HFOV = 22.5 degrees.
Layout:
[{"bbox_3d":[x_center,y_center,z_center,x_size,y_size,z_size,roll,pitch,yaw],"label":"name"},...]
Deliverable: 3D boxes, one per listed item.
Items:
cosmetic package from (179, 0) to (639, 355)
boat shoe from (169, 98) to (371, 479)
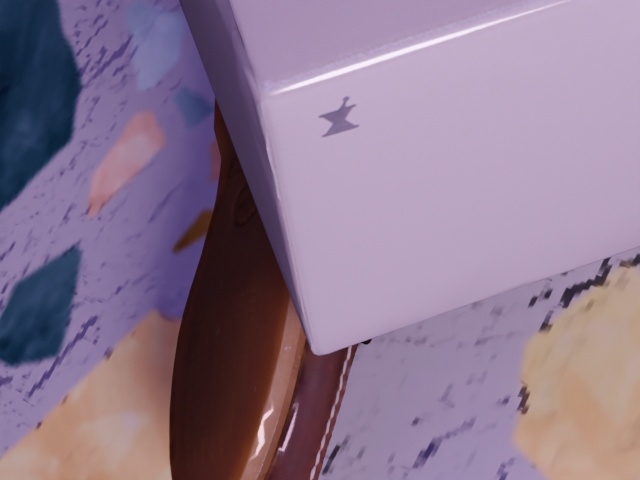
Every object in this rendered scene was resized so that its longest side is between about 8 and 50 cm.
[{"bbox_3d":[0.062,-0.119,0.470,0.224,0.138,0.224,-18,57,-5],"label":"cosmetic package"},{"bbox_3d":[0.000,0.000,0.547,0.073,0.073,0.207,-16,60,53],"label":"boat shoe"}]
